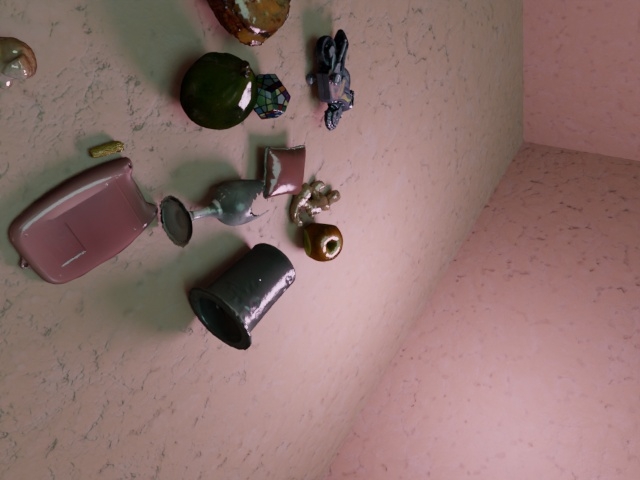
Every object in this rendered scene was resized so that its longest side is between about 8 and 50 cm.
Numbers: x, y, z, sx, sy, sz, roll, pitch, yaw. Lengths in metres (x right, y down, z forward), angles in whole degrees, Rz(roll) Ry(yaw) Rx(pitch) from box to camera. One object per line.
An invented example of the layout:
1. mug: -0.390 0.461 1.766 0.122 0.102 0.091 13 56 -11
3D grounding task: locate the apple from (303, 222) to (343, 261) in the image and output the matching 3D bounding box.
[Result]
1. apple: 0.000 0.006 1.706 0.163 0.147 0.147 -1 104 -39

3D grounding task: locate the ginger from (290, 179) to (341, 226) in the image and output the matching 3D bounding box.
1. ginger: -0.010 -0.157 1.676 0.258 0.065 0.150 -27 125 -40

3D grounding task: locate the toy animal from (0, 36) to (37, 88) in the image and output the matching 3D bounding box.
1. toy animal: -0.588 -0.369 0.781 0.185 0.104 0.184 4 97 -49

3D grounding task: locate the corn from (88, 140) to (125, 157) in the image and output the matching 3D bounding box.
1. corn: -0.491 -0.210 1.046 0.083 0.027 0.028 -31 117 -37

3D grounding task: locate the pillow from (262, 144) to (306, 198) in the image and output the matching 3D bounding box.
1. pillow: -0.124 -0.226 1.476 0.179 0.075 0.172 -16 120 -48

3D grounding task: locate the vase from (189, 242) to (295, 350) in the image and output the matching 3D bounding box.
1. vase: -0.221 0.159 1.421 0.291 0.244 0.245 -45 138 -36

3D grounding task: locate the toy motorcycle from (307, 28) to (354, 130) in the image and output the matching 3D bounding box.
1. toy motorcycle: 0.048 -0.536 1.526 0.173 0.108 0.308 -43 137 -44

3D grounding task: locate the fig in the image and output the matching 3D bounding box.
1. fig: -0.235 -0.372 1.121 0.195 0.244 0.196 -5 98 -42

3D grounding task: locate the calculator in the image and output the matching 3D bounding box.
1. calculator: -0.539 -0.037 1.056 0.329 0.048 0.220 -43 139 -28

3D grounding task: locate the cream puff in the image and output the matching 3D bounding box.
1. cream puff: -0.184 -0.615 1.129 0.239 0.163 0.241 -5 96 -53

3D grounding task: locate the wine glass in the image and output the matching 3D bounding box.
1. wine glass: -0.287 -0.093 1.284 0.321 0.143 0.144 -26 127 -45

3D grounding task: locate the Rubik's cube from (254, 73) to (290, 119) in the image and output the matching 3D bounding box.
1. Rubik's cube: -0.152 -0.416 1.311 0.133 0.133 0.112 -7 89 -51
